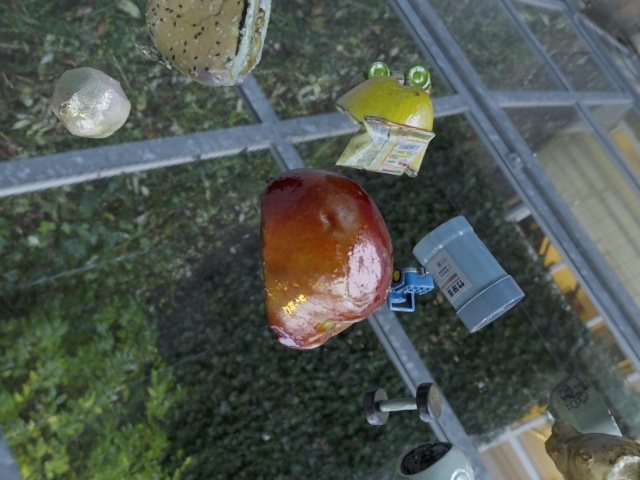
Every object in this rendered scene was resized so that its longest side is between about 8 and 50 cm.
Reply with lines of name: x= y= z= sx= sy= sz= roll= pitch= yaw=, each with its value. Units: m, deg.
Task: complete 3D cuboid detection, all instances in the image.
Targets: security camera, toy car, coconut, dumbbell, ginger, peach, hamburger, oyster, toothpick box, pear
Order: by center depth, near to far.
toothpick box: x=0.225 y=0.051 z=1.049 sx=0.101 sy=0.153 sz=0.101 roll=-30 pitch=161 yaw=-12
ginger: x=0.507 y=0.388 z=1.164 sx=0.236 sy=0.166 sz=0.375 roll=9 pitch=-177 yaw=17
peach: x=0.009 y=0.040 z=1.558 sx=0.309 sy=0.406 sz=0.335 roll=-4 pitch=162 yaw=-1
security camera: x=0.257 y=0.581 z=1.596 sx=0.236 sy=0.194 sz=0.194 roll=-47 pitch=177 yaw=-30
pear: x=0.176 y=-0.290 z=1.601 sx=0.178 sy=0.267 sz=0.267 roll=-46 pitch=165 yaw=9
hamburger: x=-0.261 y=-0.527 z=1.616 sx=0.276 sy=0.318 sz=0.195 roll=11 pitch=-171 yaw=15
oyster: x=-0.401 y=-0.457 z=1.654 sx=0.038 sy=0.081 sz=0.083 roll=-49 pitch=151 yaw=12
coconut: x=-0.589 y=-0.352 z=1.747 sx=0.194 sy=0.194 sz=0.194 roll=-28 pitch=167 yaw=-7
dumbbell: x=0.215 y=0.433 z=1.808 sx=0.191 sy=0.100 sz=0.100 roll=-13 pitch=176 yaw=28
toy car: x=0.226 y=0.138 z=1.866 sx=0.097 sy=0.100 sz=0.191 roll=8 pitch=156 yaw=-28
toy car: x=0.189 y=-0.364 z=1.872 sx=0.235 sy=0.235 sz=0.145 roll=-26 pitch=-172 yaw=-14

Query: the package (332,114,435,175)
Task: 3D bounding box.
package: x=0.088 y=-0.129 z=0.952 sx=0.107 sy=0.031 sz=0.121 roll=9 pitch=150 yaw=-19

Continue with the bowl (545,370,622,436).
bowl: x=0.605 y=0.421 z=1.602 sx=0.112 sy=0.212 sz=0.211 roll=-25 pitch=168 yaw=2
